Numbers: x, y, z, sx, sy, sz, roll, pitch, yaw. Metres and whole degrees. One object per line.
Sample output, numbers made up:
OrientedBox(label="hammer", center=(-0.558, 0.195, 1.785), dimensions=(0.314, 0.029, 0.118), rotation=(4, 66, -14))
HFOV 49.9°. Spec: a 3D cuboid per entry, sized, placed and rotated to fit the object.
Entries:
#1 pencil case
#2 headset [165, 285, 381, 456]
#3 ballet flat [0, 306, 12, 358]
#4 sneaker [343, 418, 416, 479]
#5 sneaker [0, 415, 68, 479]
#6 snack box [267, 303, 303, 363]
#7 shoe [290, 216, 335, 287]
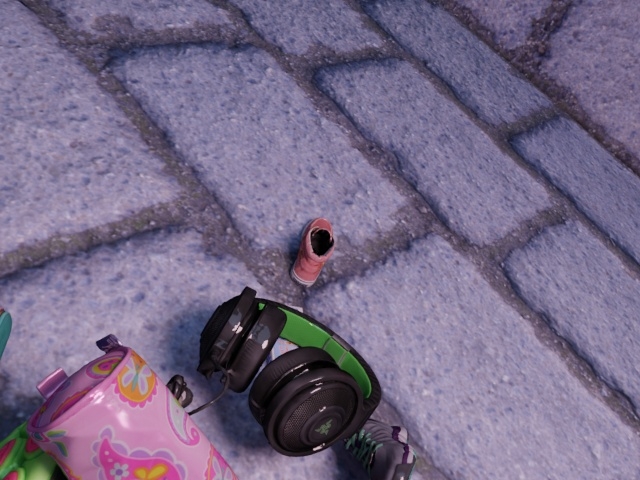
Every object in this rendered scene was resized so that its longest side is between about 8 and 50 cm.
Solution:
OrientedBox(label="pencil case", center=(-0.158, 0.236, 0.669), dimensions=(0.284, 0.124, 0.124), rotation=(56, 37, -16))
OrientedBox(label="headset", center=(-0.079, 0.187, 0.888), dimensions=(0.243, 0.185, 0.394), rotation=(38, 14, 25))
OrientedBox(label="ballet flat", center=(-0.418, 0.166, 0.799), dimensions=(0.079, 0.077, 0.221), rotation=(-2, 43, -10))
OrientedBox(label="sneaker", center=(0.067, 0.291, 0.925), dimensions=(0.098, 0.083, 0.224), rotation=(22, -2, 4))
OrientedBox(label="sneaker", center=(-0.266, 0.359, 0.652), dimensions=(0.202, 0.185, 0.483), rotation=(46, 25, -36))
OrientedBox(label="snack box", center=(-0.050, 0.175, 1.061), dimensions=(0.064, 0.022, 0.178), rotation=(12, 44, -23))
OrientedBox(label="shoe", center=(0.000, 0.000, 1.224), dimensions=(0.063, 0.081, 0.178), rotation=(28, 40, -6))
